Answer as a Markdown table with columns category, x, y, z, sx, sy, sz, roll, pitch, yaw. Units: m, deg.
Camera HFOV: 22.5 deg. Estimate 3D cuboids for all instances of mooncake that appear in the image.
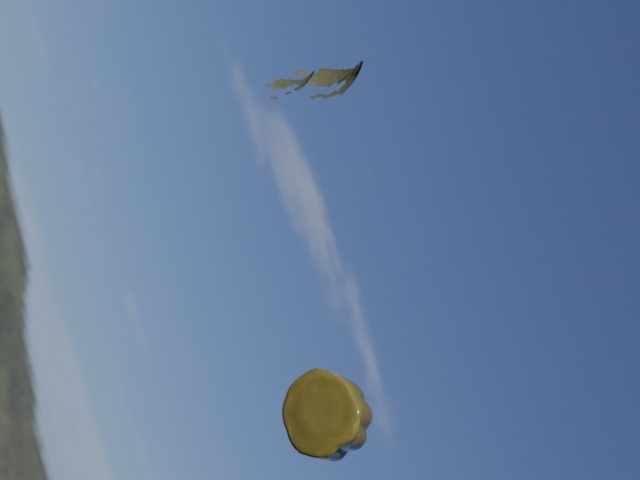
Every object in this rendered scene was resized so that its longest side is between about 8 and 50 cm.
| category | x | y | z | sx | sy | sz | roll | pitch | yaw |
| --- | --- | --- | --- | --- | --- | --- | --- | --- | --- |
| mooncake | -0.004 | -0.009 | 1.099 | 0.057 | 0.150 | 0.347 | 63 | 36 | -48 |
